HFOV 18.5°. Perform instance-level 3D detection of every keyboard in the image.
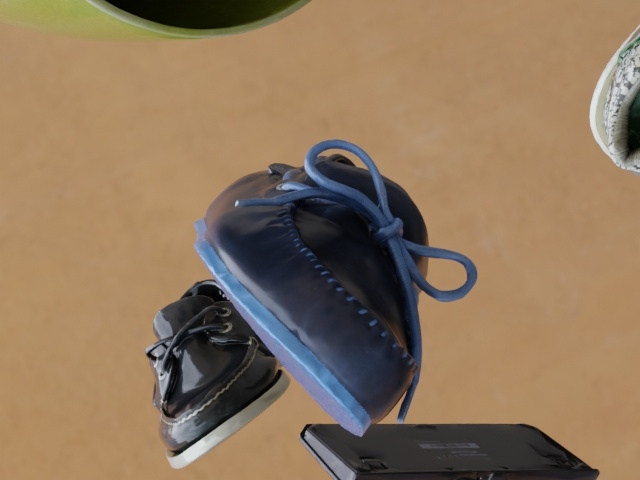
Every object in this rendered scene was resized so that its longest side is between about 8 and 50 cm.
[{"bbox_3d":[0.086,0.142,1.219,0.108,0.180,0.023,35,118,56],"label":"keyboard"}]

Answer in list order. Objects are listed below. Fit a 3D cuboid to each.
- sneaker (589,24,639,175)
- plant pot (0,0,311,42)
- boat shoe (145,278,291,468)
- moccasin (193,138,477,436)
[{"bbox_3d":[0.389,-0.227,1.921,0.182,0.158,0.410,-50,-17,-69],"label":"sneaker"},{"bbox_3d":[-0.155,-0.241,1.252,0.293,0.275,0.274,-9,106,58],"label":"plant pot"},{"bbox_3d":[-0.098,0.098,1.697,0.113,0.127,0.340,56,-168,-6],"label":"boat shoe"},{"bbox_3d":[0.000,0.000,1.099,0.137,0.117,0.342,52,180,-20],"label":"moccasin"}]
